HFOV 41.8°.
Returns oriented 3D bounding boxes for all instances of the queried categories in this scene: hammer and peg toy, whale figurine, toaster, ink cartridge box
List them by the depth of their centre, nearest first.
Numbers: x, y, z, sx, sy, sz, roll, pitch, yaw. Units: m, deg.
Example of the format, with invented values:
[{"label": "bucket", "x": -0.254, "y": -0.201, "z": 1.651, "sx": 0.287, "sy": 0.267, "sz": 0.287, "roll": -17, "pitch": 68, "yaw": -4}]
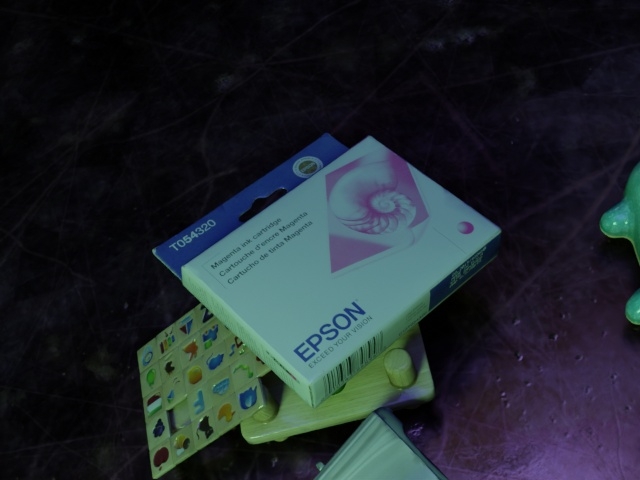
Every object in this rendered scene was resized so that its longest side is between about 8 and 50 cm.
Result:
[{"label": "toaster", "x": 0.093, "y": 0.317, "z": 0.970, "sx": 0.146, "sy": 0.129, "sz": 0.227, "roll": -42, "pitch": 58, "yaw": -9}, {"label": "ink cartridge box", "x": 0.000, "y": 0.000, "z": 1.070, "sx": 0.324, "sy": 0.071, "sz": 0.330, "roll": -37, "pitch": 59, "yaw": -23}, {"label": "whale figurine", "x": 0.470, "y": -0.016, "z": 1.075, "sx": 0.216, "sy": 0.141, "sz": 0.272, "roll": 14, "pitch": 63, "yaw": 23}, {"label": "hammer and peg toy", "x": -0.049, "y": 0.133, "z": 1.128, "sx": 0.361, "sy": 0.127, "sz": 0.265, "roll": -14, "pitch": 55, "yaw": 6}]

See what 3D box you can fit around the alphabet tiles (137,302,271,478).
[{"label": "alphabet tiles", "x": -0.147, "y": 0.165, "z": 1.083, "sx": 0.237, "sy": 0.009, "sz": 0.198, "roll": -36, "pitch": 47, "yaw": 22}]
